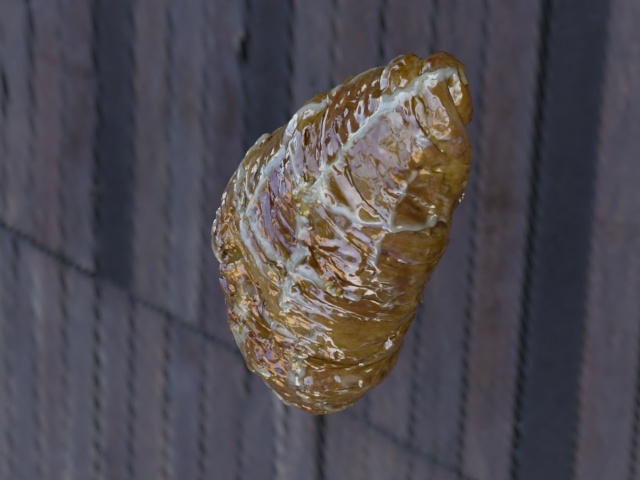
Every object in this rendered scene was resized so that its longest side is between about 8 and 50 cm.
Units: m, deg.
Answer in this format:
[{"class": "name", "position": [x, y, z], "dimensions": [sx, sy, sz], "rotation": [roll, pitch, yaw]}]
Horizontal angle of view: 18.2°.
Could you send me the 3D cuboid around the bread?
[{"class": "bread", "position": [0.000, 0.000, 0.842], "dimensions": [0.105, 0.076, 0.233], "rotation": [66, 152, 28]}]
